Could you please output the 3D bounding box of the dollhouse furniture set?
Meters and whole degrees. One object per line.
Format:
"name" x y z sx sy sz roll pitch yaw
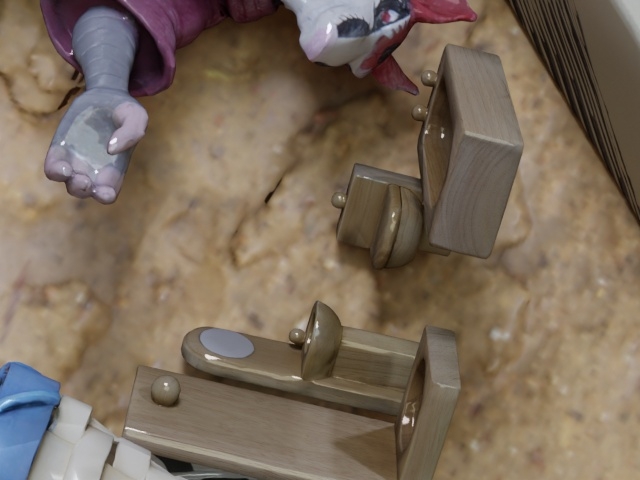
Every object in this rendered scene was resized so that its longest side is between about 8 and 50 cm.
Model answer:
"dollhouse furniture set" 0.000 0.000 0.718 0.123 0.144 0.151 13 113 -5

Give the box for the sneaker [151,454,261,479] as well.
"sneaker" -0.032 0.089 0.747 0.109 0.040 0.044 -1 76 -9

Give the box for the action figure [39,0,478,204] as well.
"action figure" -0.096 -0.181 0.749 0.370 0.276 0.248 40 92 -19

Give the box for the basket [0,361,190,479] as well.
"basket" -0.161 0.160 0.619 0.289 0.201 0.255 28 61 -12

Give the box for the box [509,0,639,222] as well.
"box" 0.150 -0.116 0.782 0.094 0.113 0.275 -28 82 -12
